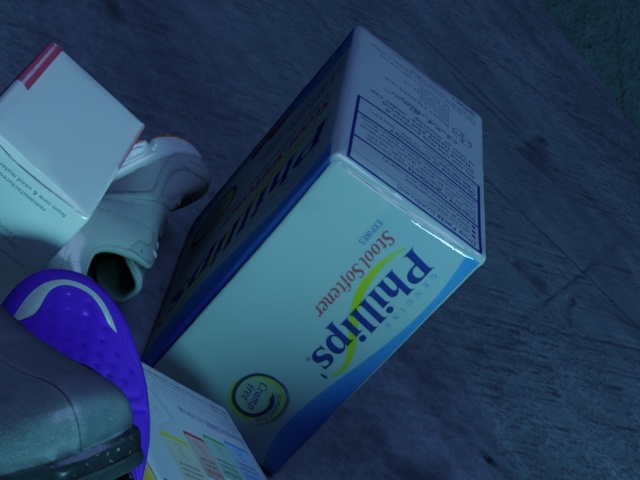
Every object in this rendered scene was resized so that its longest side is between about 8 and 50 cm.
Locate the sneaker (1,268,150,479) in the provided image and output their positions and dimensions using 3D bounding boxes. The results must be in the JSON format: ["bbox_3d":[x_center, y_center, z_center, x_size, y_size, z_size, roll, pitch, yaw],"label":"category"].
[{"bbox_3d":[-0.131,0.121,0.746,0.102,0.146,0.293,9,53,-13],"label":"sneaker"}]

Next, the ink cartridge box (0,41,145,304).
[{"bbox_3d":[-0.229,-0.005,0.962,0.092,0.218,0.158,43,24,-13],"label":"ink cartridge box"}]

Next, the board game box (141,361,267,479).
[{"bbox_3d":[-0.061,0.220,0.930,0.316,0.064,0.242,57,6,29],"label":"board game box"}]

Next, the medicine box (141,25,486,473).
[{"bbox_3d":[0.000,0.000,1.236,0.149,0.263,0.289,36,25,-12],"label":"medicine box"}]

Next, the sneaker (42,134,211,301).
[{"bbox_3d":[-0.169,-0.007,1.224,0.121,0.099,0.262,55,34,9],"label":"sneaker"}]

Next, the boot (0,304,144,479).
[{"bbox_3d":[-0.211,-0.014,0.657,0.338,0.223,0.118,11,17,42],"label":"boot"}]
